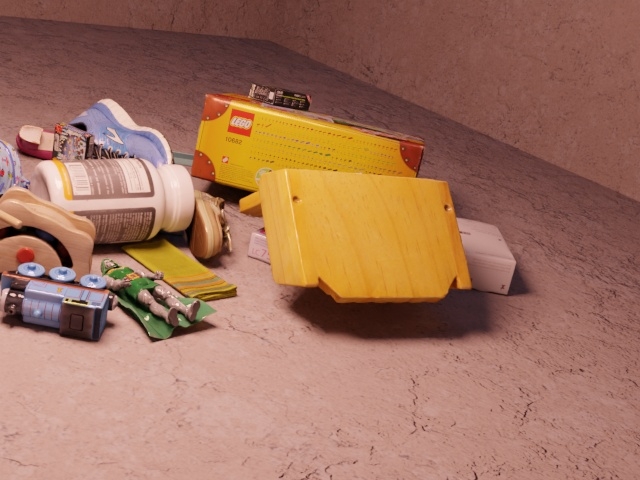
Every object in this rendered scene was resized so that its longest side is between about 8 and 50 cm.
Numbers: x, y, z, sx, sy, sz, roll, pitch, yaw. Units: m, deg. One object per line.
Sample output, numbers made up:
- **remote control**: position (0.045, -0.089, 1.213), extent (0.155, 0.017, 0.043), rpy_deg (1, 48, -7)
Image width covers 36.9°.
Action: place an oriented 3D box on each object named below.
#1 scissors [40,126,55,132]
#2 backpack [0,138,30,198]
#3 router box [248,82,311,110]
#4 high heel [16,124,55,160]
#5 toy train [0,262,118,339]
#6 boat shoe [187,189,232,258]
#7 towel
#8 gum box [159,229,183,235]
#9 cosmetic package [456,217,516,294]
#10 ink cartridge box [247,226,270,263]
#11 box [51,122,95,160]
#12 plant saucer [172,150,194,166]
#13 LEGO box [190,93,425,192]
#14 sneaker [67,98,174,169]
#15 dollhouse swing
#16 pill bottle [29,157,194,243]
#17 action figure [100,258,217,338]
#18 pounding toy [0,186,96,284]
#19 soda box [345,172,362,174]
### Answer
- **scissors**: position (-0.618, -0.288, 2.482), extent (0.109, 0.021, 0.297), rpy_deg (15, 19, 12)
- **backpack**: position (-0.620, -0.120, 1.787), extent (0.158, 0.173, 0.117), rpy_deg (23, 22, 28)
- **router box**: position (-0.096, -0.343, 2.285), extent (0.122, 0.038, 0.092), rpy_deg (2, 14, -46)
- **high heel**: position (-0.582, -0.201, 2.219), extent (0.244, 0.082, 0.117), rpy_deg (13, -11, -16)
- **toy train**: position (-0.411, 0.092, 1.488), extent (0.184, 0.080, 0.105), rpy_deg (11, 26, -5)
- **boat shoe**: position (-0.219, -0.041, 1.924), extent (0.089, 0.104, 0.285), rpy_deg (4, 21, -15)
- **towel**: position (-0.262, 0.051, 1.771), extent (0.102, 0.021, 0.237), rpy_deg (-6, 27, -44)
- **gum box**: position (-0.366, -0.071, 2.007), extent (0.157, 0.041, 0.184), rpy_deg (8, 21, -14)
- **cosmetic package**: position (0.348, 0.031, 2.115), extent (0.117, 0.085, 0.231), rpy_deg (10, 19, -5)
- **ink cartridge box**: position (0.000, 0.000, 2.020), extent (0.186, 0.065, 0.311), rpy_deg (20, 19, 19)
- **box**: position (-0.529, -0.172, 2.038), extent (0.094, 0.137, 0.027), rpy_deg (22, 23, 26)
- **plant saucer**: position (-0.366, -0.210, 2.423), extent (0.192, 0.018, 0.067), rpy_deg (9, 20, -13)
- **LEGO box**: position (-0.015, -0.200, 2.275), extent (0.500, 0.193, 0.372), rpy_deg (14, 10, 3)
- **sneaker**: position (-0.435, -0.186, 2.085), extent (0.147, 0.129, 0.330), rpy_deg (-33, 49, -31)
- **dollhouse swing**: position (0.038, 0.015, 1.840), extent (0.347, 0.305, 0.315), rpy_deg (2, 66, -29)
- **pill bottle**: position (-0.391, -0.074, 1.807), extent (0.278, 0.162, 0.162), rpy_deg (-4, 26, -33)
- **action figure**: position (-0.300, 0.084, 1.609), extent (0.232, 0.063, 0.137), rpy_deg (24, 25, 38)
- **pounding toy**: position (-0.501, 0.013, 1.570), extent (0.270, 0.154, 0.155), rpy_deg (27, 15, -18)
- **soda box**: position (-0.001, -0.105, 2.034), extent (0.183, 0.063, 0.058), rpy_deg (-2, -15, -14)
